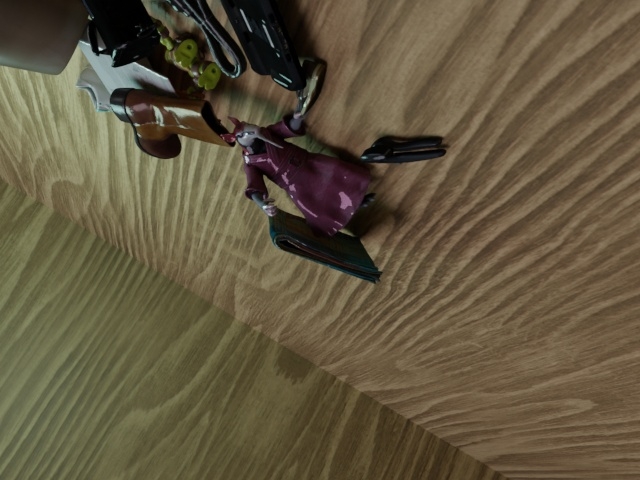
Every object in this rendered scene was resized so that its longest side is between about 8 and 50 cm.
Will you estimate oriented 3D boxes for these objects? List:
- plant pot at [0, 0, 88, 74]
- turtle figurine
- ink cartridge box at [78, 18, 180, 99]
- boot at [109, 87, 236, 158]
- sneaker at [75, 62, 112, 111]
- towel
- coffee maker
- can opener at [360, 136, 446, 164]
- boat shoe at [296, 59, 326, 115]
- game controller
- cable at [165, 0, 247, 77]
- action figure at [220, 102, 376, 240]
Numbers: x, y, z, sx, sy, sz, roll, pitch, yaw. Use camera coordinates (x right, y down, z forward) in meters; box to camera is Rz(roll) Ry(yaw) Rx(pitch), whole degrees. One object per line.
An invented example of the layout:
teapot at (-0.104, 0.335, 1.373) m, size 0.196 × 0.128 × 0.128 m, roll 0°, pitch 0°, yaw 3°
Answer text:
plant pot at (-0.657, -0.497, 1.685) m, size 0.280 × 0.323 × 0.323 m, roll 21°, pitch 165°, yaw -30°
turtle figurine at (-0.281, -0.379, 1.688) m, size 0.217 × 0.087 × 0.269 m, roll 34°, pitch 159°, yaw 57°
ink cartridge box at (-0.411, -0.373, 1.876) m, size 0.261 × 0.066 × 0.296 m, roll 24°, pitch 163°, yaw 14°
boot at (-0.312, -0.259, 1.848) m, size 0.280 × 0.096 × 0.264 m, roll 12°, pitch 151°, yaw 26°
sneaker at (-0.541, -0.360, 2.066) m, size 0.212 × 0.094 × 0.080 m, roll 40°, pitch 155°, yaw -24°
towel at (0.000, 0.000, 1.966) m, size 0.271 × 0.040 × 0.370 m, roll 20°, pitch -169°, yaw -9°
coffee maker at (-0.395, -0.459, 1.565) m, size 0.171 × 0.120 × 0.178 m, roll -27°, pitch 91°, yaw 43°
can opener at (0.173, -0.179, 1.615) m, size 0.186 × 0.073 × 0.059 m, roll 1°, pitch 138°, yaw 36°
boat shoe at (-0.026, -0.309, 1.586) m, size 0.049 × 0.056 × 0.152 m, roll 34°, pitch 149°, yaw 4°
game controller at (-0.115, -0.403, 1.440) m, size 0.166 × 0.067 × 0.319 m, roll 32°, pitch 163°, yaw 31°
cable at (-0.222, -0.442, 1.488) m, size 0.287 × 0.072 × 0.139 m, roll 43°, pitch 141°, yaw -17°
action figure at (-0.060, -0.177, 1.809) m, size 0.370 × 0.248 × 0.276 m, roll 34°, pitch -175°, yaw -15°
